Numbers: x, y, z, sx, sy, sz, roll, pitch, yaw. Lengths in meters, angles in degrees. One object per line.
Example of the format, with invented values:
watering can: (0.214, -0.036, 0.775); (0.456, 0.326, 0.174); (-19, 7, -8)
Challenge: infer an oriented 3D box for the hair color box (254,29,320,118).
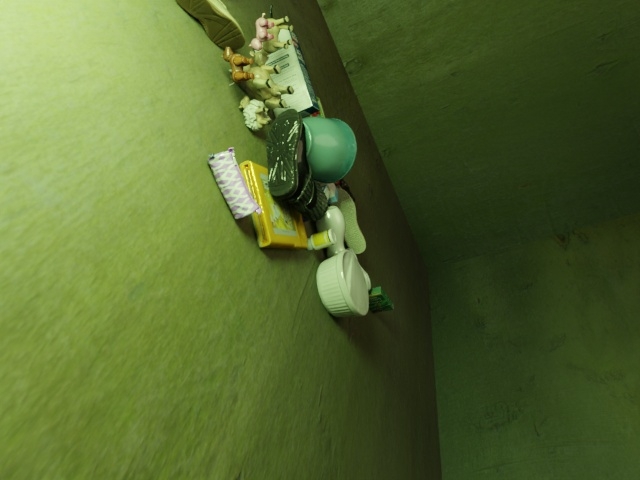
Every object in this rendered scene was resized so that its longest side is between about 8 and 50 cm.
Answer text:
hair color box: (-0.141, -0.679, 1.852); (0.105, 0.174, 0.347); (-13, 86, -70)

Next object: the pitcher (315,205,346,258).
pitcher: (0.047, -0.042, 1.911); (0.178, 0.126, 0.207); (-112, -171, -75)

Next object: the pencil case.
pencil case: (-0.244, -0.162, 1.275); (0.206, 0.088, 0.086); (67, 23, -16)

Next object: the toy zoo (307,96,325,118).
toy zoo: (-0.041, -0.682, 2.320); (0.293, 0.030, 0.192); (-13, 85, -69)

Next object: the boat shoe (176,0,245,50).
boat shoe: (-0.355, -0.749, 1.462); (0.302, 0.109, 0.098); (28, 46, -57)

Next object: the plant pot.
plant pot: (-0.037, -0.373, 1.775); (0.255, 0.272, 0.271); (-2, 74, -54)

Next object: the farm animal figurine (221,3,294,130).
farm animal figurine: (-0.218, -0.600, 1.566); (0.330, 0.172, 0.326); (-54, 140, -33)

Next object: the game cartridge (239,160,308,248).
game cartridge: (-0.147, -0.109, 1.536); (0.324, 0.053, 0.285); (5, 69, -67)

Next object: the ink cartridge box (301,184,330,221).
ink cartridge box: (-0.025, -0.153, 1.821); (0.046, 0.097, 0.207); (63, 21, -24)

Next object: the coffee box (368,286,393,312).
coffee box: (0.278, 0.297, 2.208); (0.184, 0.113, 0.040); (52, 31, -46)

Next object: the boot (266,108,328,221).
boot: (-0.074, -0.259, 1.580); (0.260, 0.131, 0.347); (28, 62, -57)

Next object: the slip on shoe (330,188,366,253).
slip on shoe: (0.129, -0.093, 2.172); (0.101, 0.123, 0.331); (-123, -170, -78)

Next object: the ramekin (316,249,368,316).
ramekin: (0.086, 0.182, 1.783); (0.273, 0.127, 0.272); (52, 29, -44)

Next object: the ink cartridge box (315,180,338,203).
ink cartridge box: (0.007, -0.238, 1.982); (0.143, 0.092, 0.089); (60, 23, -31)

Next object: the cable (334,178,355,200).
cable: (0.117, -0.276, 2.396); (0.139, 0.072, 0.287); (59, 5, 13)

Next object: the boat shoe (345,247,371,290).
boat shoe: (0.157, 0.148, 2.089); (0.226, 0.083, 0.076); (60, 32, 1)

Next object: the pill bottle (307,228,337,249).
pill bottle: (0.000, 0.000, 1.727); (0.065, 0.116, 0.065); (53, 27, -43)
